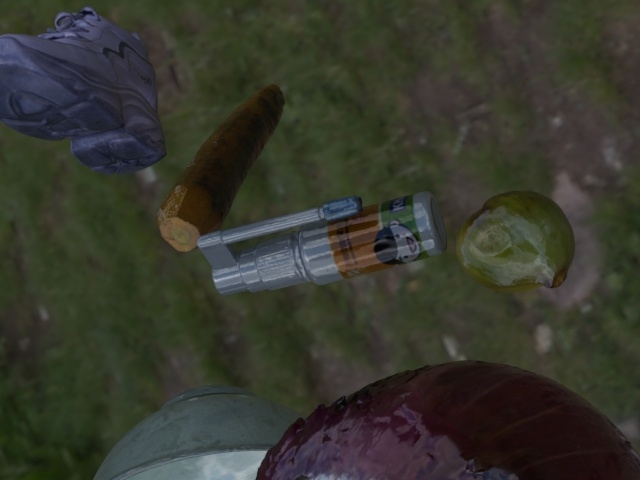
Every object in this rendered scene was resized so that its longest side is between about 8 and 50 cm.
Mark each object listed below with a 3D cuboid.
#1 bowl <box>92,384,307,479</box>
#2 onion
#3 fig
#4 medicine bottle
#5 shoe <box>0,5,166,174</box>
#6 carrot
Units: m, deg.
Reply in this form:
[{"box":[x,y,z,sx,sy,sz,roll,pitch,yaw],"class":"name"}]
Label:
[{"box":[-0.104,0.234,1.691,0.313,0.313,0.146,105,159,-48],"class":"bowl"},{"box":[0.136,0.260,1.233,0.347,0.385,0.348,-9,77,46],"class":"onion"},{"box":[0.229,0.000,1.976,0.121,0.136,0.153,68,167,-7],"class":"fig"},{"box":[0.000,0.000,1.560,0.092,0.220,0.061,59,-158,-43],"class":"medicine bottle"},{"box":[-0.215,-0.153,1.487,0.095,0.245,0.138,-15,70,19],"class":"shoe"},{"box":[-0.093,-0.091,1.792,0.066,0.314,0.066,10,125,14],"class":"carrot"}]
